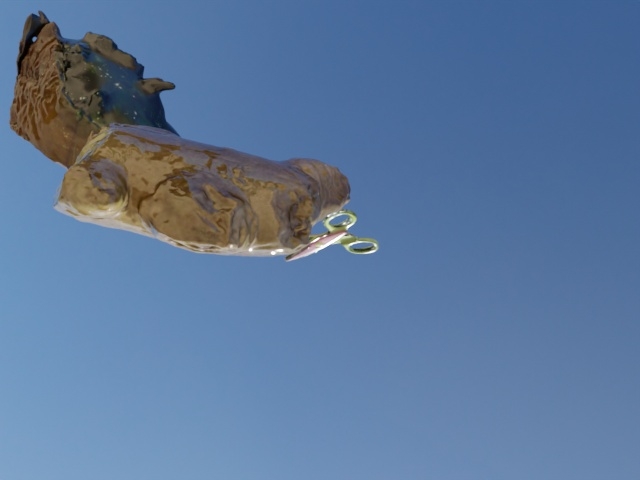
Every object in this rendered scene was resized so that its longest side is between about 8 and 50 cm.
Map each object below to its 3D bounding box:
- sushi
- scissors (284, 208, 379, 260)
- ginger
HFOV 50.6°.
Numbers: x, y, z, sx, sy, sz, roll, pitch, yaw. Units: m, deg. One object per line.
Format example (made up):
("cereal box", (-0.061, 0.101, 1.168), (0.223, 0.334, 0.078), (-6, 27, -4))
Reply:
("sushi", (-0.220, -0.123, 0.730), (0.287, 0.149, 0.140), (36, -96, -3))
("scissors", (0.000, 0.000, 1.217), (0.187, 0.133, 0.020), (-15, -131, 27))
("ginger", (-0.069, -0.029, 0.473), (0.137, 0.213, 0.074), (-109, -143, -55))
